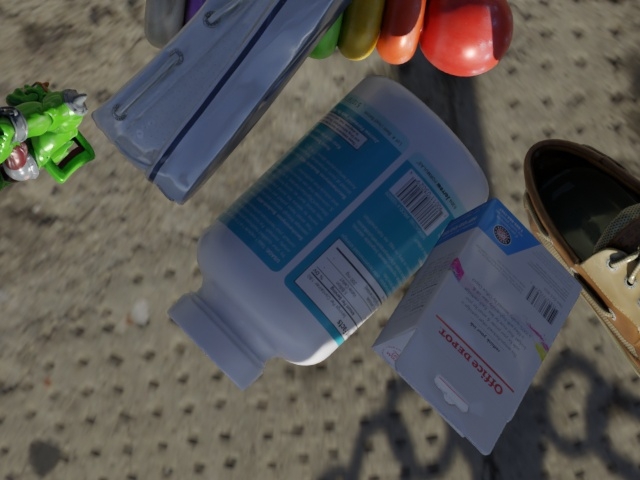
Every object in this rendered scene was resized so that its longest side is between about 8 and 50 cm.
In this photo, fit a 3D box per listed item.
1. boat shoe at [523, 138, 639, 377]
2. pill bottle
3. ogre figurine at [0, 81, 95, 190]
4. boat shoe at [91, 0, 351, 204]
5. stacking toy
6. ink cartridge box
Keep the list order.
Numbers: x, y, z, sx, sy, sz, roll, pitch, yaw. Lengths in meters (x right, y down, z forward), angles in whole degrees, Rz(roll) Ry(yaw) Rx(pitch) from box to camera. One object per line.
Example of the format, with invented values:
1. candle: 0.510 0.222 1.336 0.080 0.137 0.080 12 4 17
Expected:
1. boat shoe: 0.262 0.025 1.463 0.122 0.324 0.120 -42 135 -4
2. pill bottle: 0.000 0.000 1.475 0.264 0.146 0.146 -43 99 -5
3. ogre figurine: -0.281 -0.088 1.686 0.118 0.197 0.097 -27 64 -24
4. boat shoe: -0.055 -0.211 1.381 0.156 0.136 0.367 40 110 1
5. stacking toy: 0.013 -0.220 1.630 0.330 0.141 0.141 9 102 -3
6. ink cartridge box: 0.111 0.070 1.347 0.104 0.181 0.061 45 143 -13
